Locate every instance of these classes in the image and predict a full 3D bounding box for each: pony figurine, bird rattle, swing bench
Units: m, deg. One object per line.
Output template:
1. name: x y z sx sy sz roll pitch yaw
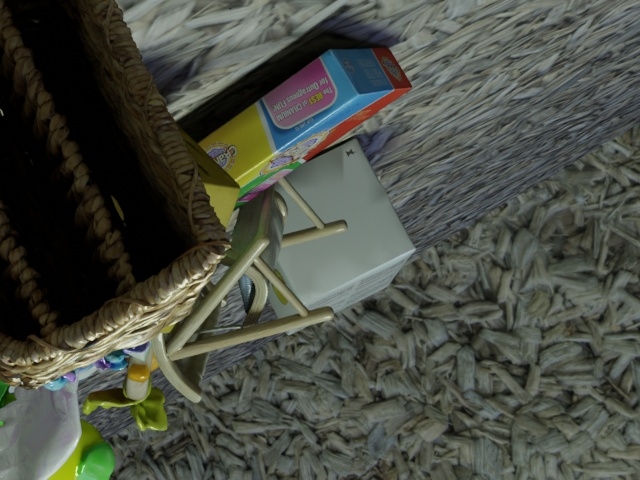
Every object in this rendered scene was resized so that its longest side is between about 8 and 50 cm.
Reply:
1. pony figurine: -0.345 0.107 1.838 0.351 0.303 0.363 -33 -170 32
2. bird rattle: -0.285 0.182 2.405 0.143 0.253 0.207 19 154 -4
3. swing bench: -0.116 0.045 2.015 0.254 0.165 0.253 -32 -156 21

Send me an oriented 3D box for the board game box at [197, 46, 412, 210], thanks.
1. board game box: -0.059 -0.123 1.793 0.316 0.064 0.242 -34 176 20

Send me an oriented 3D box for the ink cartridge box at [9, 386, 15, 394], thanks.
1. ink cartridge box: -0.459 0.188 2.446 0.239 0.060 0.275 -31 170 23

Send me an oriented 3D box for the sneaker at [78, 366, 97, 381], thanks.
1. sneaker: -0.357 0.124 2.186 0.182 0.127 0.315 -29 169 20

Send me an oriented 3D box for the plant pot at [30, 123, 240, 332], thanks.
1. plant pot: -0.213 -0.038 1.554 0.187 0.212 0.212 -49 165 12

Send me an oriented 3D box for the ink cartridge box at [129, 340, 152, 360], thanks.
1. ink cartridge box: -0.243 0.068 2.142 0.225 0.056 0.181 122 -8 -73

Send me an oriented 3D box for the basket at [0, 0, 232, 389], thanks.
1. basket: -0.232 -0.052 1.124 0.213 0.299 0.223 -23 172 -17

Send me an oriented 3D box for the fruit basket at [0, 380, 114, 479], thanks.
1. fruit basket: -0.493 0.310 2.063 0.283 0.392 0.392 -60 -170 -33

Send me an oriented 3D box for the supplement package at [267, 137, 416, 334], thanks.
1. supplement package: 0.000 0.000 2.301 0.198 0.199 0.263 -26 171 -12
